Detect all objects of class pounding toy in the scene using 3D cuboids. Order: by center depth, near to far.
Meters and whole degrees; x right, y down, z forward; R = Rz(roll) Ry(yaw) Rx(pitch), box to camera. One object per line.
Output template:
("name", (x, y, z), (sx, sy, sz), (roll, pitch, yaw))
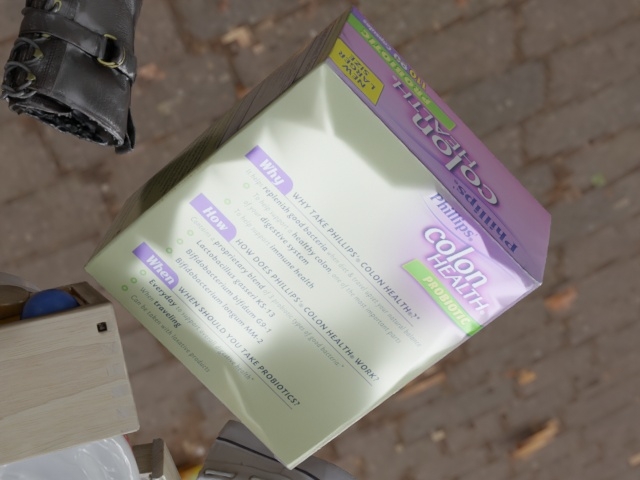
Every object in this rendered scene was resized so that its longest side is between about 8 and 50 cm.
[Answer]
("pounding toy", (-0.181, 0.060, 1.010), (0.130, 0.100, 0.141), (-13, -172, -13))

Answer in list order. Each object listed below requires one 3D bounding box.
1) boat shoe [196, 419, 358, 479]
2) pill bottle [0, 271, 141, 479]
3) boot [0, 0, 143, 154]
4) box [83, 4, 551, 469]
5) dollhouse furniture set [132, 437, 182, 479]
("boat shoe", (-0.028, 0.264, 1.889), (0.088, 0.267, 0.096), (-56, 137, -15))
("pill bottle", (-0.239, 0.135, 1.373), (0.176, 0.318, 0.176), (-4, 109, -13))
("boot", (-0.228, -0.216, 1.564), (0.091, 0.229, 0.263), (-8, 151, 43))
("box", (0.000, 0.000, 1.302), (0.243, 0.213, 0.117), (-39, -167, 25))
("dollhouse furniture set", (-0.200, 0.307, 1.576), (0.161, 0.242, 0.212), (-9, 139, 7))
